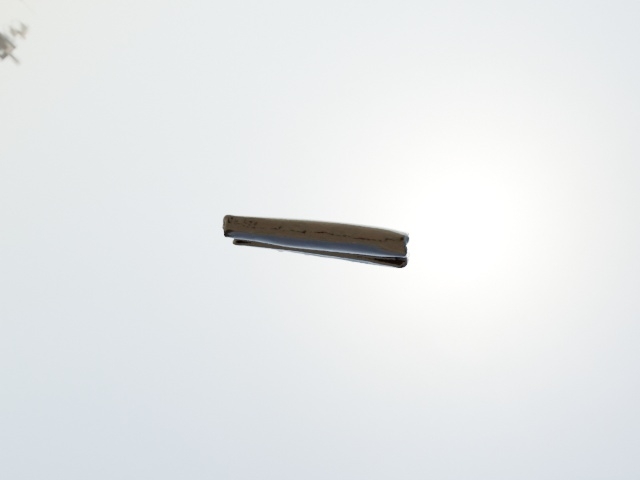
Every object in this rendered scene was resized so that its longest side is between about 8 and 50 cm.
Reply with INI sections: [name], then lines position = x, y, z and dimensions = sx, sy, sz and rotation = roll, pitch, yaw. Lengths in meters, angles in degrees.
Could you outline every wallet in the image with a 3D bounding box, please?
[wallet]
position = 0.000, 0.000, 1.039
dimensions = 0.229, 0.182, 0.049
rotation = 6, -91, 7
